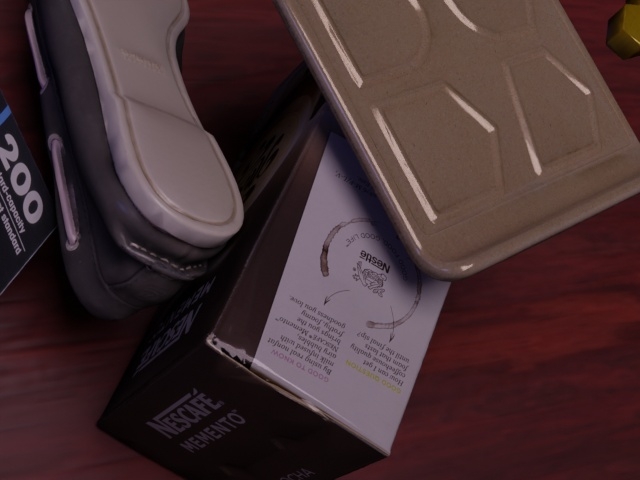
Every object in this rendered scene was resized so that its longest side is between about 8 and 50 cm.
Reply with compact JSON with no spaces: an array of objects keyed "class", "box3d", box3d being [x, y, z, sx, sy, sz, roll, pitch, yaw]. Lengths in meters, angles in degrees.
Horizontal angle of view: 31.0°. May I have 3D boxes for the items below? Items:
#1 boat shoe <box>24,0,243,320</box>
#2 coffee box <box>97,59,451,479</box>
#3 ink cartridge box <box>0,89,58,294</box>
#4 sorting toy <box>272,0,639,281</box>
[{"class":"boat shoe","box3d":[-0.136,-0.098,0.711,0.112,0.095,0.335,24,34,-40]},{"class":"coffee box","box3d":[0.000,0.000,0.715,0.119,0.168,0.297,34,54,-14]},{"class":"ink cartridge box","box3d":[-0.205,-0.071,0.590,0.208,0.045,0.206,-72,147,-58]},{"class":"sorting toy","box3d":[0.116,-0.114,0.715,0.307,0.041,0.229,-23,77,-37]}]
